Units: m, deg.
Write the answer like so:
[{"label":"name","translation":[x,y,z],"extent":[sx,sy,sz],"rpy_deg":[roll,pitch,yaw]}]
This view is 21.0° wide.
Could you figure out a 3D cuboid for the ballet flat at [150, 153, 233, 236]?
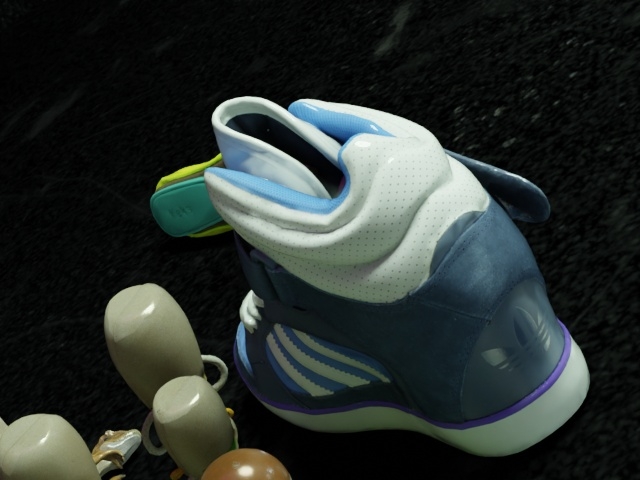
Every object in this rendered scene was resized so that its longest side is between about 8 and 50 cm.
[{"label":"ballet flat","translation":[-0.053,-0.047,1.403],"extent":[0.077,0.077,0.231],"rpy_deg":[-32,15,-34]}]

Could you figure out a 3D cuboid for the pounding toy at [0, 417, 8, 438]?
[{"label":"pounding toy","translation":[-0.278,0.190,1.242],"extent":[0.181,0.094,0.206],"rpy_deg":[-22,24,34]}]

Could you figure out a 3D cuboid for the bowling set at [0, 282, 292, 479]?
[{"label":"bowling set","translation":[-0.094,0.177,0.995],"extent":[0.199,0.154,0.287],"rpy_deg":[15,51,38]}]

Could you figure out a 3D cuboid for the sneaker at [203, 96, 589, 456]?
[{"label":"sneaker","translation":[0.000,0.000,1.024],"extent":[0.130,0.236,0.322],"rpy_deg":[-46,25,-20]}]

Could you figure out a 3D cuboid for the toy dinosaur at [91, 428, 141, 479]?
[{"label":"toy dinosaur","translation":[-0.191,0.175,1.140],"extent":[0.112,0.064,0.211],"rpy_deg":[15,15,39]}]
